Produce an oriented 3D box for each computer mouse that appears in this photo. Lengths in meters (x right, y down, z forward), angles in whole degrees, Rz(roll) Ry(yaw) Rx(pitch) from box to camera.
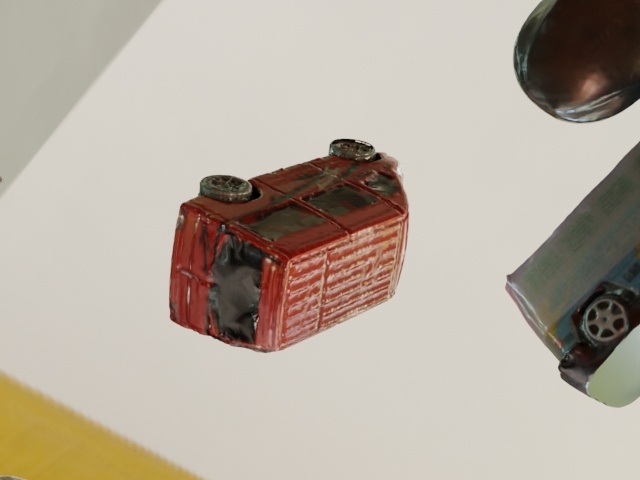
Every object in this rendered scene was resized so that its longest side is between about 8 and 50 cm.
[{"bbox_3d":[0.290,-0.209,1.149,0.137,0.086,0.269,49,-129,4],"label":"computer mouse"}]

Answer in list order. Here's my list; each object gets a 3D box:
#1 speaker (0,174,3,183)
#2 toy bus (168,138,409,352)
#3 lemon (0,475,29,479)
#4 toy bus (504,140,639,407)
[{"bbox_3d":[-0.364,-0.089,0.843,0.192,0.153,0.231,-36,-80,-18],"label":"speaker"},{"bbox_3d":[0.000,0.000,0.709,0.089,0.081,0.195,22,-155,31],"label":"toy bus"},{"bbox_3d":[-0.206,0.203,0.803,0.110,0.082,0.082,31,-135,-24],"label":"lemon"},{"bbox_3d":[0.376,-0.018,1.260,0.171,0.386,0.162,26,-160,-52],"label":"toy bus"}]
